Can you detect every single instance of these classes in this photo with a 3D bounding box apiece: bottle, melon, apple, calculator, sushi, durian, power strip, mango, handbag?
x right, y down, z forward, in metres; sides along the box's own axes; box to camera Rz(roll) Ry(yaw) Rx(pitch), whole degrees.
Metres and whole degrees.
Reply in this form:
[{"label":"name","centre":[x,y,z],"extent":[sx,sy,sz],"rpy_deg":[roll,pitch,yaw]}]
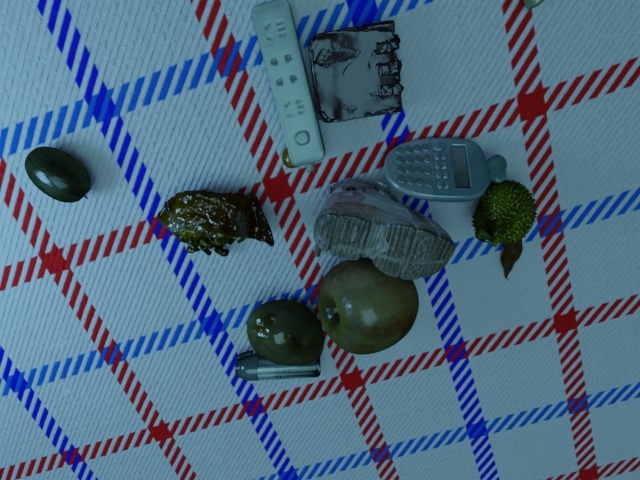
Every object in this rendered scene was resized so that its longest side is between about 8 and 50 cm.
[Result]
[{"label":"bottle","centre":[-0.127,0.370,1.458],"extent":[0.253,0.079,0.096],"rpy_deg":[-3,109,1]},{"label":"melon","centre":[-0.643,-0.158,1.201],"extent":[0.114,0.114,0.167],"rpy_deg":[-42,105,16]},{"label":"apple","centre":[0.127,0.167,1.290],"extent":[0.233,0.257,0.257],"rpy_deg":[-14,117,-27]},{"label":"calculator","centre":[0.303,-0.172,1.181],"extent":[0.295,0.184,0.042],"rpy_deg":[2,151,2]},{"label":"sushi","centre":[-0.270,-0.041,1.241],"extent":[0.296,0.167,0.179],"rpy_deg":[4,94,-11]},{"label":"durian","centre":[0.462,-0.070,1.204],"extent":[0.146,0.198,0.159],"rpy_deg":[16,107,3]},{"label":"power strip","centre":[-0.067,-0.345,1.126],"extent":[0.091,0.062,0.386],"rpy_deg":[-14,105,3]},{"label":"mango","centre":[-0.060,-0.221,1.215],"extent":[0.060,0.046,0.089],"rpy_deg":[29,109,-7]},{"label":"handbag","centre":[0.085,-0.387,1.130],"extent":[0.216,0.074,0.203],"rpy_deg":[-10,114,2]}]

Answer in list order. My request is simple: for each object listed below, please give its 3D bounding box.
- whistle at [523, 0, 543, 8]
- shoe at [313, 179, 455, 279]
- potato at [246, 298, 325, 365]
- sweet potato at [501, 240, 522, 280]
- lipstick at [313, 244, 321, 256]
[{"label":"whistle","centre":[0.402,-0.615,1.035],"extent":[0.126,0.067,0.258],"rpy_deg":[-35,112,15]},{"label":"shoe","centre":[0.163,-0.046,1.205],"extent":[0.350,0.198,0.172],"rpy_deg":[18,132,-10]},{"label":"potato","centre":[-0.094,0.262,1.370],"extent":[0.235,0.160,0.178],"rpy_deg":[40,121,-16]},{"label":"sweet potato","centre":[0.522,0.031,1.332],"extent":[0.056,0.056,0.195],"rpy_deg":[-3,120,1]},{"label":"lipstick","centre":[0.000,0.000,1.328],"extent":[0.018,0.019,0.094],"rpy_deg":[12,114,-6]}]
